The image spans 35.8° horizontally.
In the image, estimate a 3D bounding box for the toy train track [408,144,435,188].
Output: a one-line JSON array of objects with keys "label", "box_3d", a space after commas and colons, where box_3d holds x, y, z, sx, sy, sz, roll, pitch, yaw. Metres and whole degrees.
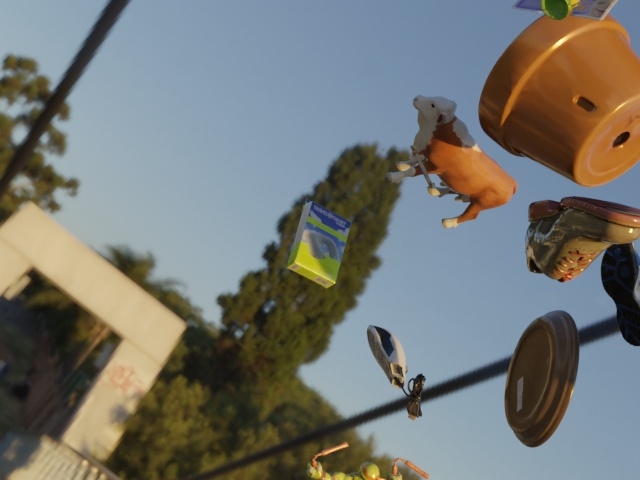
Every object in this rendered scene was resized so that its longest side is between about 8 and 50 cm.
[{"label": "toy train track", "box_3d": [0.179, -0.129, 1.705, 0.014, 0.048, 0.083, -30, -100, 38]}]

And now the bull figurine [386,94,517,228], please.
[{"label": "bull figurine", "box_3d": [0.248, -0.148, 1.917, 0.188, 0.101, 0.310, -28, -53, 32]}]

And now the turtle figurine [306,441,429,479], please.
[{"label": "turtle figurine", "box_3d": [0.072, 0.508, 1.985, 0.270, 0.217, 0.087, 14, 40, -28]}]

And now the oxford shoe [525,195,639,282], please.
[{"label": "oxford shoe", "box_3d": [0.407, 0.005, 1.530, 0.123, 0.130, 0.348, 12, -2, -3]}]

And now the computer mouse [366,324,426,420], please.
[{"label": "computer mouse", "box_3d": [0.131, 0.208, 1.669, 0.193, 0.042, 0.106, -121, -163, -46]}]

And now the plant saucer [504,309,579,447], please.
[{"label": "plant saucer", "box_3d": [0.428, 0.267, 1.950, 0.041, 0.277, 0.278, 15, -10, -9]}]

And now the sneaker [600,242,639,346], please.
[{"label": "sneaker", "box_3d": [0.596, 0.096, 1.886, 0.081, 0.211, 0.080, -2, -12, -39]}]

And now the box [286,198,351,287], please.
[{"label": "box", "box_3d": [0.000, 0.000, 2.118, 0.109, 0.178, 0.042, 28, -32, -22]}]

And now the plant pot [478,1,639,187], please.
[{"label": "plant pot", "box_3d": [0.444, -0.226, 1.680, 0.203, 0.291, 0.291, 53, -2, 34]}]

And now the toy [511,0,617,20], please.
[{"label": "toy", "box_3d": [0.378, -0.391, 1.361, 0.137, 0.237, 0.056, 19, -34, 38]}]
